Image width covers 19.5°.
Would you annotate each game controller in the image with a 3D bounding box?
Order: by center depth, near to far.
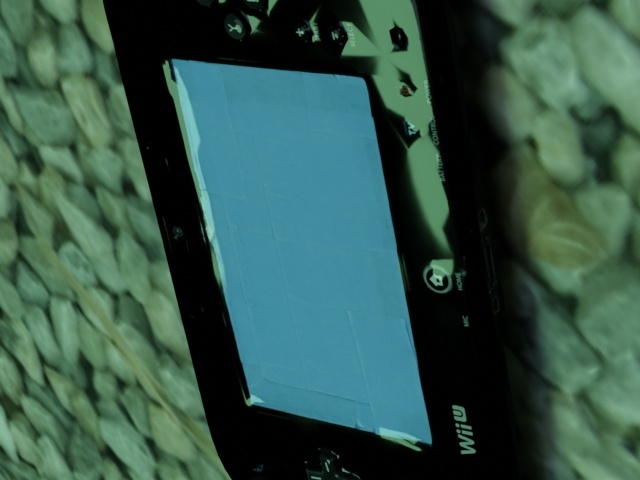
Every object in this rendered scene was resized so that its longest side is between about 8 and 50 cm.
[{"bbox_3d":[0.000,0.000,0.797,0.166,0.067,0.319,16,128,42],"label":"game controller"}]
